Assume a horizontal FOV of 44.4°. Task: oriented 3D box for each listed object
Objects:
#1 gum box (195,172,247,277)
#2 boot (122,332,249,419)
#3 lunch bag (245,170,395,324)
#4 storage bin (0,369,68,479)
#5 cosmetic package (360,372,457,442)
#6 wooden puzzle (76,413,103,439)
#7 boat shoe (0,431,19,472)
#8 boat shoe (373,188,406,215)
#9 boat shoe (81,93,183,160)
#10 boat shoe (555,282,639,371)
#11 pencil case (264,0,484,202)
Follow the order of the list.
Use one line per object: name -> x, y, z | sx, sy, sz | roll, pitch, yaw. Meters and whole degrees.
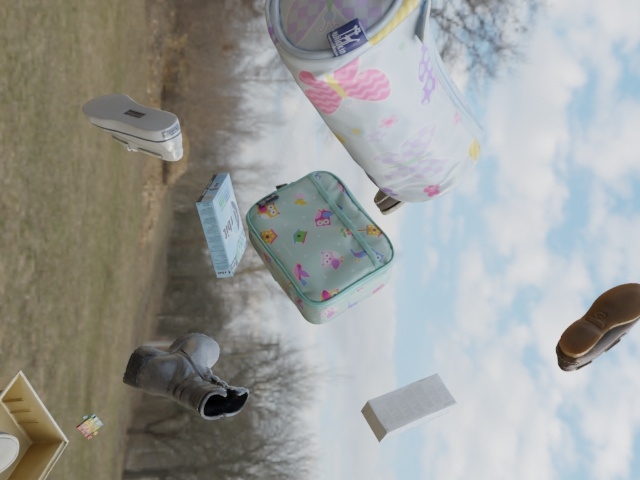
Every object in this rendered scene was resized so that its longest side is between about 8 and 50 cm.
gum box -> -0.216, -0.036, 1.742 | 0.157, 0.041, 0.185 | -75, 157, -62
boot -> -0.246, 0.301, 1.676 | 0.338, 0.222, 0.118 | -9, 118, -70
lunch bag -> 0.000, 0.000, 1.506 | 0.279, 0.224, 0.108 | 53, -15, 25
storage bin -> -0.805, 0.517, 1.978 | 0.260, 0.123, 0.262 | -69, 145, -53
cosmetic package -> 0.228, 0.430, 2.021 | 0.099, 0.239, 0.060 | 57, -37, 29
wooden puzzle -> -0.539, 0.433, 1.834 | 0.006, 0.049, 0.083 | 40, -20, 37
boat shoe -> -0.762, 0.447, 1.543 | 0.095, 0.335, 0.112 | 15, -72, 32
boat shoe -> 0.232, -0.206, 1.902 | 0.324, 0.096, 0.116 | -49, -155, 8
boat shoe -> -0.366, -0.219, 1.539 | 0.267, 0.096, 0.088 | 18, -45, 32
boat shoe -> 0.482, 0.149, 1.347 | 0.073, 0.207, 0.073 | 46, -21, 39
pencil case -> 0.057, -0.134, 0.670 | 0.273, 0.124, 0.114 | 47, 20, -59
